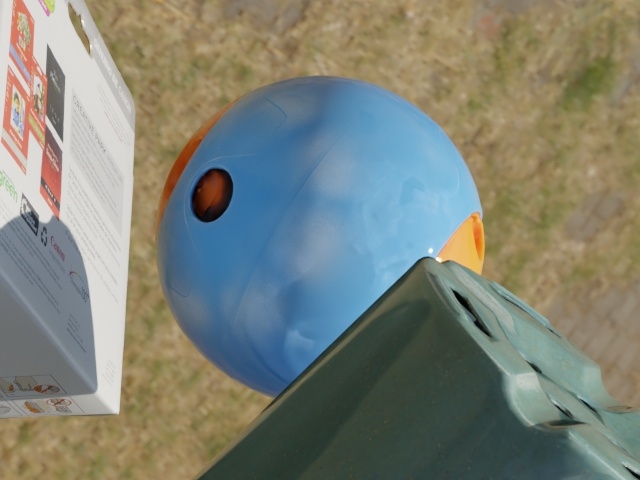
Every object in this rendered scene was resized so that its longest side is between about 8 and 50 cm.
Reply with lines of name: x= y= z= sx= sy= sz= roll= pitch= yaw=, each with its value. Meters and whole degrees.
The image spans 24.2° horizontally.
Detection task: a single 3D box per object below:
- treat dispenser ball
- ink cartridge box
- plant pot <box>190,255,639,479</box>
treat dispenser ball: x=0.000 y=0.000 z=1.305 sx=0.288 sy=0.288 sz=0.288 roll=-28 pitch=138 yaw=-29
ink cartridge box: x=-0.230 y=-0.052 z=1.031 sx=0.130 sy=0.272 sz=0.309 roll=-3 pitch=154 yaw=8
plant pot: x=0.053 y=0.212 z=0.905 sx=0.334 sy=0.341 sz=0.341 roll=-49 pitch=145 yaw=12
